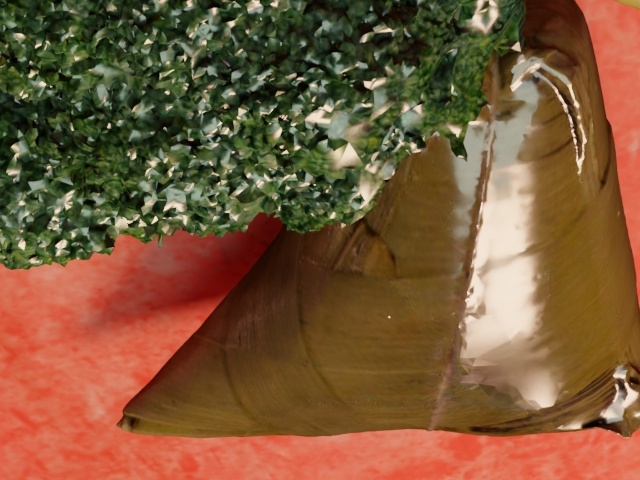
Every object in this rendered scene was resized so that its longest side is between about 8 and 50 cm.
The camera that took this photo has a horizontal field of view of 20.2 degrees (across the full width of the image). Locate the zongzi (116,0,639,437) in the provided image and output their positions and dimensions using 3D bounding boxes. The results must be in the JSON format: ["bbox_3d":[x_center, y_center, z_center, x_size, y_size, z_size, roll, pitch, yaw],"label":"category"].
[{"bbox_3d":[0.000,0.000,0.893,0.300,0.145,0.274,-9,135,11],"label":"zongzi"}]

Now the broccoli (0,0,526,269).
[{"bbox_3d":[-0.044,-0.117,0.699,0.294,0.265,0.245,-32,173,-16],"label":"broccoli"}]

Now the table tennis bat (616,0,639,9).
[{"bbox_3d":[0.233,-0.204,0.769,0.321,0.050,0.198,-33,132,32],"label":"table tennis bat"}]
